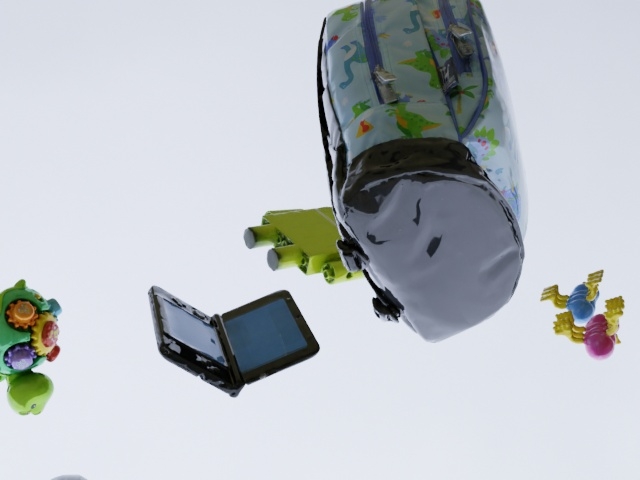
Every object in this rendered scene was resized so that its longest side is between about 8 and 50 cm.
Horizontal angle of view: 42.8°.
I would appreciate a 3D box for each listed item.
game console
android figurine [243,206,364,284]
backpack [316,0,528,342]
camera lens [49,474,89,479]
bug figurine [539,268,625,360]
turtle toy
[{"bbox_3d":[-0.074,0.064,0.661,0.107,0.071,0.122,35,-172,-24],"label":"game console"},{"bbox_3d":[0.000,0.000,1.540,0.272,0.056,0.248,-9,-148,-37],"label":"android figurine"},{"bbox_3d":[0.108,-0.121,0.905,0.273,0.290,0.356,-29,-133,6],"label":"backpack"},{"bbox_3d":[-0.259,0.424,0.954,0.274,0.219,0.219,37,-144,-15],"label":"camera lens"},{"bbox_3d":[0.409,0.073,1.017,0.072,0.279,0.216,63,-147,-9],"label":"bug figurine"},{"bbox_3d":[-0.284,0.102,0.781,0.066,0.130,0.095,4,-178,14],"label":"turtle toy"}]
